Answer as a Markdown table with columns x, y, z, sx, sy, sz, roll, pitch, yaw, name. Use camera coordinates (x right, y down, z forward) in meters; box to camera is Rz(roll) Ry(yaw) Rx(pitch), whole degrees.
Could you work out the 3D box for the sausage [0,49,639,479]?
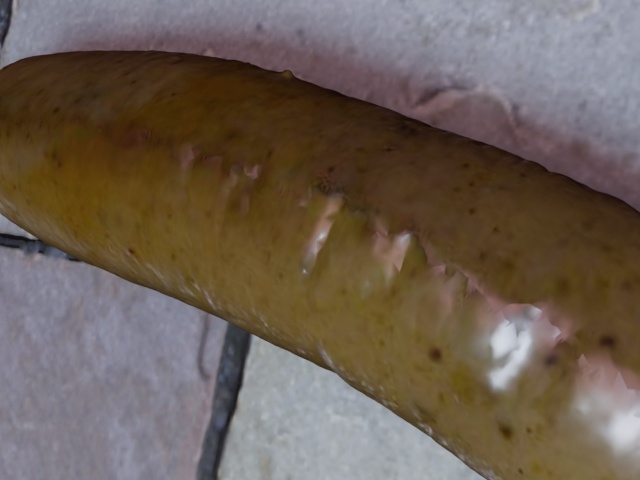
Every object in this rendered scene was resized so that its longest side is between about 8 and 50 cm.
| x | y | z | sx | sy | sz | roll | pitch | yaw | name |
| --- | --- | --- | --- | --- | --- | --- | --- | --- | --- |
| 0.000 | -0.003 | 0.511 | 0.501 | 0.123 | 0.136 | 24 | 122 | 31 | sausage |
